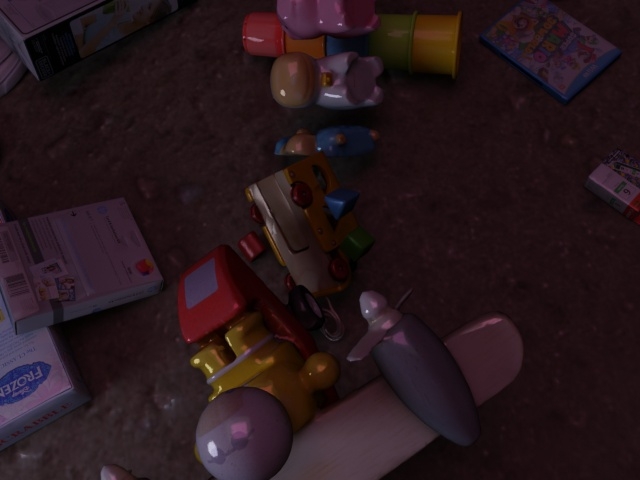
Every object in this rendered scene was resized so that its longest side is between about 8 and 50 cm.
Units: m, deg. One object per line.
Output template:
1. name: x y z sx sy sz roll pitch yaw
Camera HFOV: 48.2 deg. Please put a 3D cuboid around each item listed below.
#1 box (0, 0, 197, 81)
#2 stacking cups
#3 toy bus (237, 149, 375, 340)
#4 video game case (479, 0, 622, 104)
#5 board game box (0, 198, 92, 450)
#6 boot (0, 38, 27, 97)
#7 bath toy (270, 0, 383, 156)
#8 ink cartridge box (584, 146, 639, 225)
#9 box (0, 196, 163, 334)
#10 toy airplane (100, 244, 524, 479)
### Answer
1. box: -0.355 -0.385 1.096 0.290 0.087 0.169 -35 66 -22
2. stacking cups: 0.044 -0.285 1.042 0.316 0.096 0.096 4 66 12
3. toy bus: -0.002 -0.012 0.903 0.191 0.202 0.104 32 42 26
4. video game case: 0.333 -0.284 1.043 0.119 0.015 0.166 -40 68 -12
5. board game box: -0.500 0.142 0.912 0.318 0.066 0.318 -29 65 -7
6. boot: -0.560 -0.251 1.066 0.095 0.123 0.258 41 76 21
7. bath toy: -0.001 -0.286 0.950 0.129 0.151 0.348 9 98 49
8. ink cartridge box: 0.409 -0.063 0.925 0.063 0.029 0.115 -43 68 -13
9. box: -0.318 0.027 0.920 0.186 0.038 0.145 -17 62 -29
10. toy airplane: -0.028 0.215 0.711 0.384 0.272 0.386 13 83 22
